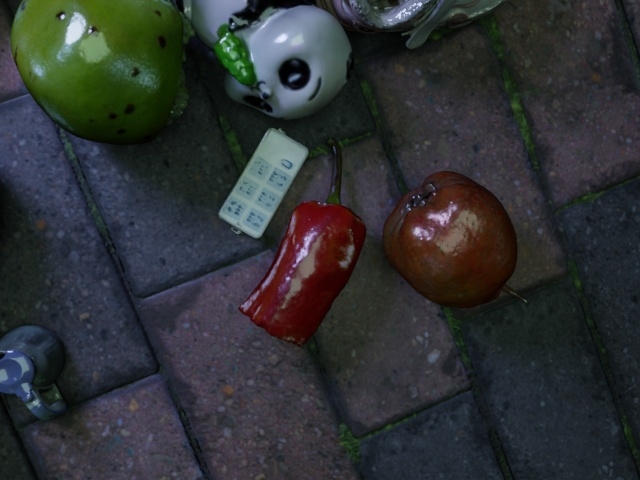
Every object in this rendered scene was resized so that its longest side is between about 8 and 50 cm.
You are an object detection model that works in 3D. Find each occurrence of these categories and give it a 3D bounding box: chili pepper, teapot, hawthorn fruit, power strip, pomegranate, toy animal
[{"bbox_3d":[0.005,0.002,1.022,0.135,0.131,0.338,30,86,-18],"label":"chili pepper"},{"bbox_3d":[-0.464,0.212,0.971,0.111,0.108,0.149,-6,93,-7],"label":"teapot"},{"bbox_3d":[0.232,0.021,1.022,0.210,0.210,0.262,-46,106,-4],"label":"hawthorn fruit"},{"bbox_3d":[-0.095,-0.095,1.049,0.081,0.035,0.192,31,89,-9],"label":"power strip"},{"bbox_3d":[-0.295,-0.288,0.874,0.261,0.260,0.340,11,124,-9],"label":"pomegranate"},{"bbox_3d":[-0.080,-0.310,0.955,0.213,0.212,0.266,-30,91,-6],"label":"toy animal"}]

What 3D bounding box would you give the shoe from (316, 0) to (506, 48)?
[{"bbox_3d":[0.169,-0.400,0.974,0.351,0.198,0.171,-14,113,-1],"label":"shoe"}]
